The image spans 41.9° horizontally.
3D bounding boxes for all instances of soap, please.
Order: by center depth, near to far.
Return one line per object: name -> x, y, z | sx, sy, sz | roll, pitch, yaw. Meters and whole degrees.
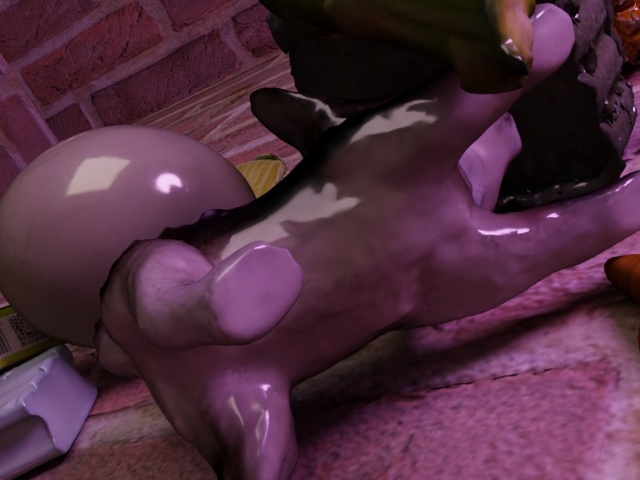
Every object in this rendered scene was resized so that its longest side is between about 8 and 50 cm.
soap -> -0.315, 0.182, 0.764 | 0.198, 0.066, 0.119 | -27, 15, 10

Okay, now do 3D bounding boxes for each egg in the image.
egg -> -0.189, -0.004, 0.818 | 0.269, 0.219, 0.219 | -10, 21, 4

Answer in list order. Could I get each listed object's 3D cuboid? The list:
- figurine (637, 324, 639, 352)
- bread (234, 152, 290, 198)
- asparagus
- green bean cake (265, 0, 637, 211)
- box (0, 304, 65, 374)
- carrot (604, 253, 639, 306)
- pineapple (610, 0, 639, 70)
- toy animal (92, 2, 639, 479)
figurine -> 0.024, 0.161, 0.181 | 0.226, 0.183, 0.160 | -34, 5, 29
bread -> -0.168, -0.033, 1.145 | 0.301, 0.045, 0.301 | -25, 21, 11
asparagus -> 0.040, -0.146, 0.486 | 0.085, 0.082, 0.343 | -31, 26, -10
green bean cake -> 0.111, -0.140, 0.691 | 0.255, 0.241, 0.132 | -15, 25, 38
box -> -0.408, 0.146, 0.880 | 0.260, 0.062, 0.175 | -29, -3, 32
carrot -> 0.212, 0.037, 0.361 | 0.069, 0.069, 0.336 | -32, 15, -6
pineapple -> 0.314, -0.235, 0.836 | 0.176, 0.137, 0.161 | -52, -13, -40
toy animal -> 0.000, 0.000, 0.565 | 0.344, 0.194, 0.303 | -38, 20, -21
